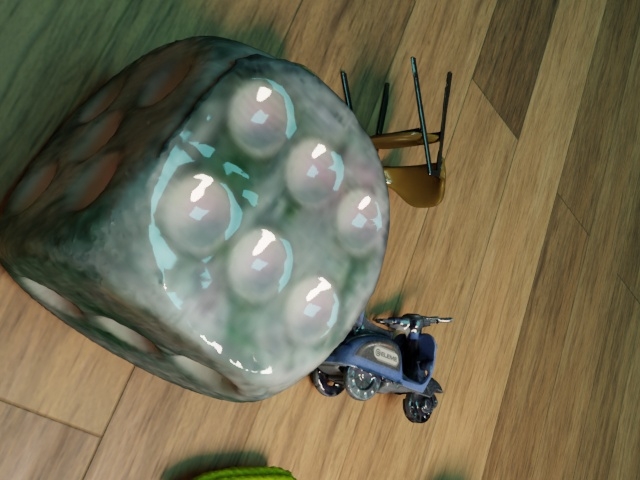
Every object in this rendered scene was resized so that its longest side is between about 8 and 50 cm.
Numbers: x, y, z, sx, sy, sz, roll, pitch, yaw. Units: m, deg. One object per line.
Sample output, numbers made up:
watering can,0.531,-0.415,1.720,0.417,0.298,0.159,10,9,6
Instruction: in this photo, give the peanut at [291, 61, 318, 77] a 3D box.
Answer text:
peanut,-0.090,-0.216,1.056,0.236,0.120,0.110,-22,67,-38

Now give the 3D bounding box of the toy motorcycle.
toy motorcycle,0.118,0.203,1.275,0.359,0.125,0.212,29,66,-39

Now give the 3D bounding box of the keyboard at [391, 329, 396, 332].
keyboard,-0.006,0.004,1.132,0.381,0.041,0.103,46,57,-7

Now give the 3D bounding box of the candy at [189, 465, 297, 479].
candy,-0.125,0.387,1.051,0.210,0.097,0.096,20,76,-42

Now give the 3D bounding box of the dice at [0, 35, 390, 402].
dice,-0.142,-0.020,0.843,0.328,0.348,0.330,46,58,-34

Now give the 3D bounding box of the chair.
chair,0.150,-0.188,1.278,0.172,0.159,0.246,2,88,-48
